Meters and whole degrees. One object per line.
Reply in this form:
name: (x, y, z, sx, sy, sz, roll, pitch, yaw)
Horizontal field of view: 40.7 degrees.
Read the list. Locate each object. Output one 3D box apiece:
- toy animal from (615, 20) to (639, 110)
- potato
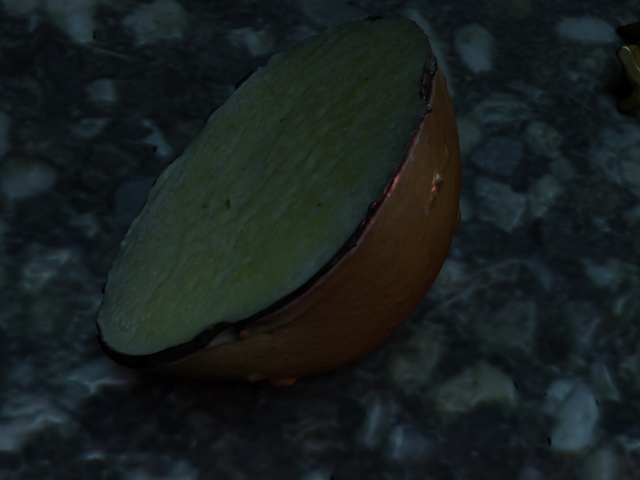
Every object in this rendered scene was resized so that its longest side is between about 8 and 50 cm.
toy animal: (0.229, -0.128, 0.582, 0.061, 0.081, 0.083, 21, 24, 10)
potato: (0.000, 0.000, 0.428, 0.117, 0.182, 0.202, 44, 62, -35)
